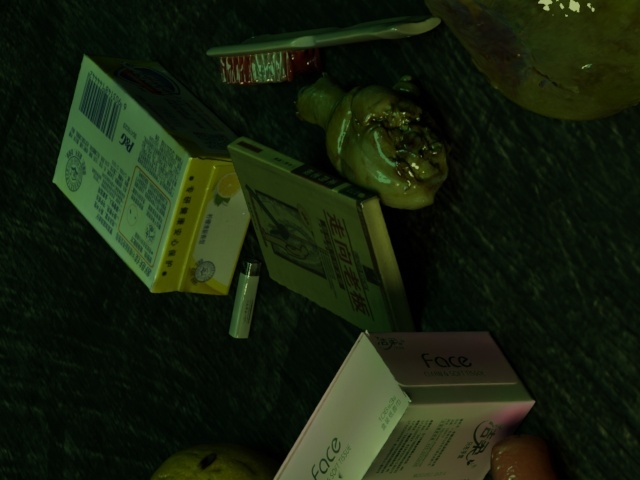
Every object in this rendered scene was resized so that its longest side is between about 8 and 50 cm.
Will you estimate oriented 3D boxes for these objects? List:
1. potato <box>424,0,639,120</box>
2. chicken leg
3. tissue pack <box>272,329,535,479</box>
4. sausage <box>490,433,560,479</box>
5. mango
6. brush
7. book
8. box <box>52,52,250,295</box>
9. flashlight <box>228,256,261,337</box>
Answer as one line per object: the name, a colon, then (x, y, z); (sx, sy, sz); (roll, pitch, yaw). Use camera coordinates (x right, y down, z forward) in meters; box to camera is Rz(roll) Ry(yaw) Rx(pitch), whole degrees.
potato: (0.164, -0.219, 1.472); (0.210, 0.307, 0.173); (-15, 38, 58)
chicken leg: (0.044, -0.107, 1.808); (0.227, 0.088, 0.103); (-130, 39, -50)
tissue pack: (0.062, 0.195, 1.721); (0.246, 0.149, 0.092); (-61, 43, 32)
sausage: (0.173, 0.208, 1.632); (0.059, 0.054, 0.094); (69, -174, -67)
mango: (-0.078, 0.296, 1.946); (0.295, 0.120, 0.177); (18, 97, 52)
brush: (-0.001, -0.182, 1.889); (0.321, 0.060, 0.050); (-1, 102, 55)
book: (0.000, 0.000, 1.850); (0.231, 0.026, 0.161); (26, 140, 52)
box: (-0.178, -0.073, 2.103); (0.265, 0.097, 0.168); (42, 123, 47)
flashlight: (-0.078, 0.059, 2.028); (0.018, 0.018, 0.083); (30, 114, 53)
